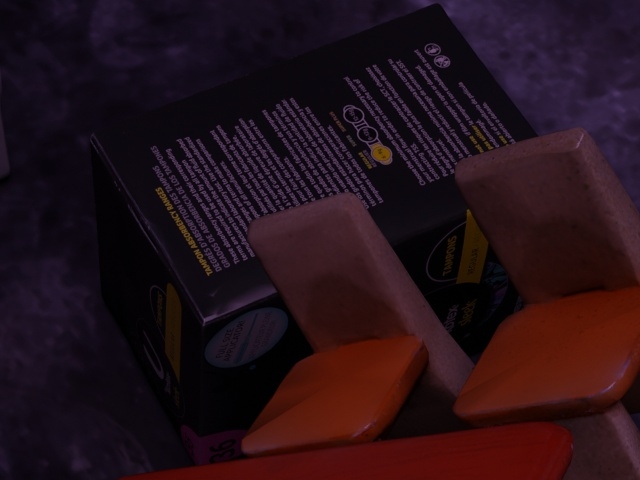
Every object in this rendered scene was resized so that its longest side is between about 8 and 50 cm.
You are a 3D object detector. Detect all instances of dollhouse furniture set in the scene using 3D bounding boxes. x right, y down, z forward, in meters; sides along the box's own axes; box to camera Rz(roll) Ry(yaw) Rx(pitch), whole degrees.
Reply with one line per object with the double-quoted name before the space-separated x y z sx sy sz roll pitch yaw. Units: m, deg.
"dollhouse furniture set" -0.058 0.087 0.394 0.135 0.259 0.262 56 45 -21

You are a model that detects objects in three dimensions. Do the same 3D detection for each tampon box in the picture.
"tampon box" 0.000 0.000 0.680 0.161 0.120 0.101 -23 60 -18

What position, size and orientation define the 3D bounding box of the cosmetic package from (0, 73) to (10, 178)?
"cosmetic package" -0.249 -0.093 0.706 0.184 0.151 0.151 -22 60 -19
